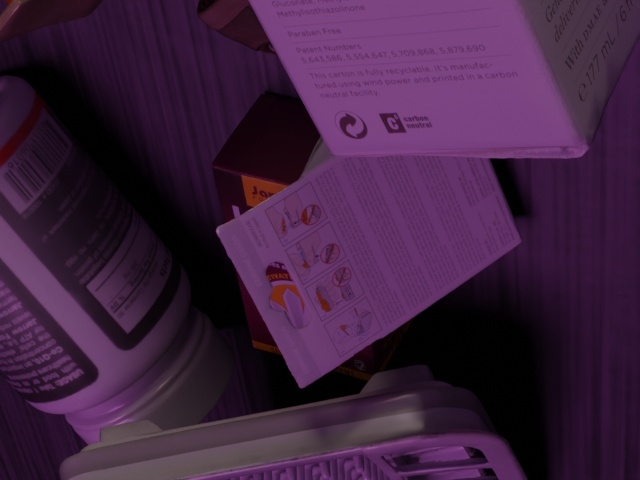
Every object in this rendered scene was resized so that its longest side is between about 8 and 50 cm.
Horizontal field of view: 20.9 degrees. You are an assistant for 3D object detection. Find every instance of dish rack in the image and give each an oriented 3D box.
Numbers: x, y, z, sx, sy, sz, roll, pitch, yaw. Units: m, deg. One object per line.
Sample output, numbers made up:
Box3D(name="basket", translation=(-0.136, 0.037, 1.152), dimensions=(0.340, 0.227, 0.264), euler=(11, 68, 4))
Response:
Box3D(name="dish rack", translation=(-0.016, 0.176, 1.289), dimensions=(0.333, 0.072, 0.285), euler=(-12, 157, 9))

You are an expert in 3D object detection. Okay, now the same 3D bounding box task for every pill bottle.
Box3D(name="pill bottle", translation=(-0.202, 0.028, 1.320), dimensions=(0.161, 0.161, 0.283), euler=(-12, 125, 44))

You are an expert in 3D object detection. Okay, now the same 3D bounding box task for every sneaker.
Box3D(name="sneaker", translation=(0.000, -0.167, 1.045), dimensions=(0.071, 0.066, 0.188), euler=(29, 153, -24))

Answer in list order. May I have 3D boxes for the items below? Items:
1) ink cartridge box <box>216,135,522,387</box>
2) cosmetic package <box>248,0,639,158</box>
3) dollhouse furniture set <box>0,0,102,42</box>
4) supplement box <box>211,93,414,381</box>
Box3D(name="ink cartridge box", translation=(0.029, -0.010, 1.103), dimensions=(0.045, 0.179, 0.145), euler=(47, 167, 53))
Box3D(name="cosmetic package", translation=(0.030, -0.248, 0.790), dimensions=(0.156, 0.217, 0.385), euler=(1, 136, 36))
Box3D(name="dollhouse furniture set", translation=(-0.189, -0.270, 0.930), dimensions=(0.262, 0.135, 0.259), euler=(52, 128, 4))
Box3D(name="supplement box", translation=(0.000, 0.000, 1.206), dimensions=(0.104, 0.081, 0.188), euler=(14, 140, 23))
